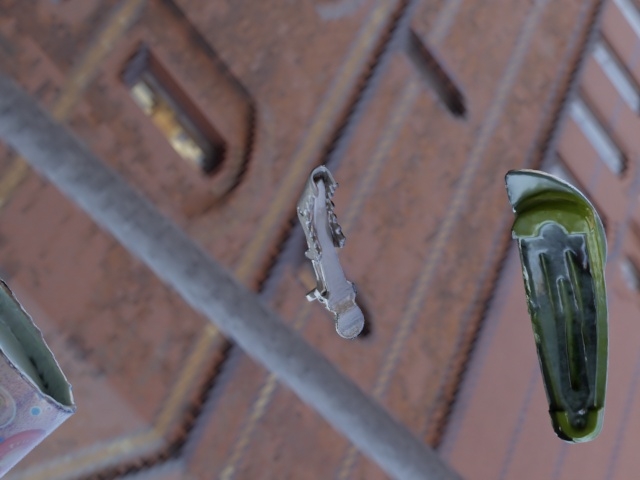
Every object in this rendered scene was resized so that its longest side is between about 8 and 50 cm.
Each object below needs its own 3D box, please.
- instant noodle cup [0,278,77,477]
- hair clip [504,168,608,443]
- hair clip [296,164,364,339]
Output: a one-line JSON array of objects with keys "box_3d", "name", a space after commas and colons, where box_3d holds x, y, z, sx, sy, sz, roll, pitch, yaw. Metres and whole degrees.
[{"box_3d": [-0.322, 0.118, 1.331, 0.231, 0.243, 0.243, -36, -158, 1], "name": "instant noodle cup"}, {"box_3d": [0.162, 0.042, 1.205, 0.060, 0.188, 0.033, -3, -166, 22], "name": "hair clip"}, {"box_3d": [0.000, 0.000, 1.779, 0.034, 0.226, 0.072, -33, -132, -19], "name": "hair clip"}]
